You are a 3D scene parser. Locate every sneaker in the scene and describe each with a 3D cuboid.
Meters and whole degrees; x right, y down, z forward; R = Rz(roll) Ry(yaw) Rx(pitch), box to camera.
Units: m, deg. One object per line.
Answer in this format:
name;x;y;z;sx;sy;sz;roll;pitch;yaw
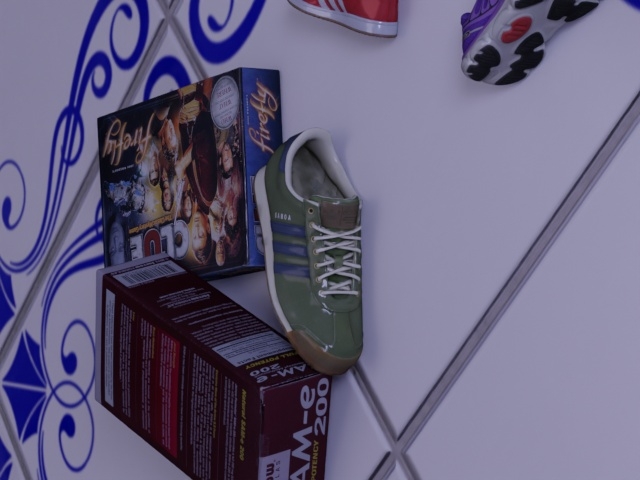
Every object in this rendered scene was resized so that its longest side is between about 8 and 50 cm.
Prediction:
sneaker;0.138;-0.175;1.280;0.170;0.068;0.071;-45;48;45
sneaker;0.000;0.000;1.469;0.086;0.064;0.192;-51;46;48
sneaker;0.020;-0.199;1.467;0.118;0.042;0.067;25;114;45

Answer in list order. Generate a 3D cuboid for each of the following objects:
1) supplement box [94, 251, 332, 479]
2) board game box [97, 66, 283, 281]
supplement box;-0.092;0.116;1.555;0.239;0.073;0.130;33;128;45
board game box;-0.114;-0.045;1.655;0.243;0.042;0.165;-13;79;54
